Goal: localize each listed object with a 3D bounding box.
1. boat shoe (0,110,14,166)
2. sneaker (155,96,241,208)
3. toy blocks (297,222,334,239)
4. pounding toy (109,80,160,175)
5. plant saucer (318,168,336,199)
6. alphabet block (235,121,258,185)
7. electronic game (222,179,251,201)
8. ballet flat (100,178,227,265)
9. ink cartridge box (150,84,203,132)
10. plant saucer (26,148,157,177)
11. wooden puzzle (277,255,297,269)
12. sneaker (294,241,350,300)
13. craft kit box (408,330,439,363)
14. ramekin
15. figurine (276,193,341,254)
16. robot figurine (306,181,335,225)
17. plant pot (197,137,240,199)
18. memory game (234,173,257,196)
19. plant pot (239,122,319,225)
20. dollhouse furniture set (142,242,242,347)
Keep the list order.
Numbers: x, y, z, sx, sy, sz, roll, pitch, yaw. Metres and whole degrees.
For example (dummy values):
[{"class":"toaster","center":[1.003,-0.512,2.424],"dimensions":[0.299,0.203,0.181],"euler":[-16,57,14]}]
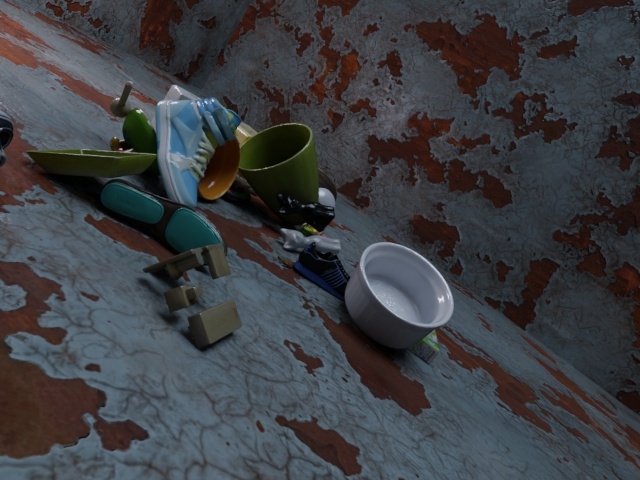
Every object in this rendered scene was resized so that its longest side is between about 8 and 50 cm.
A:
[{"class":"boat shoe","center":[-0.526,-0.125,0.713],"dimensions":[0.102,0.108,0.301],"euler":[31,16,-15]},{"class":"sneaker","center":[-0.294,-0.230,1.209],"dimensions":[0.127,0.208,0.319],"euler":[81,-2,-74]},{"class":"toy blocks","center":[0.000,0.000,1.705],"dimensions":[0.148,0.054,0.123],"euler":[38,12,12]},{"class":"pounding toy","center":[-0.505,-0.267,1.258],"dimensions":[0.183,0.110,0.237],"euler":[-4,-69,62]},{"class":"plant saucer","center":[-0.061,-0.231,2.097],"dimensions":[0.277,0.041,0.278],"euler":[21,-32,14]},{"class":"alphabet block","center":[-0.320,-0.344,1.853],"dimensions":[0.197,0.194,0.192],"euler":[42,16,30]},{"class":"electronic game","center":[-0.333,-0.198,1.607],"dimensions":[0.229,0.048,0.229],"euler":[33,12,-8]},{"class":"ballet flat","center":[-0.313,-0.044,0.997],"dimensions":[0.280,0.095,0.096],"euler":[33,1,-7]},{"class":"ink cartridge box","center":[-0.453,-0.369,1.559],"dimensions":[0.154,0.213,0.093],"euler":[20,19,-49]},{"class":"plant saucer","center":[-0.466,-0.161,1.004],"dimensions":[0.188,0.045,0.188],"euler":[4,12,4]},{"class":"wooden puzzle","center":[-0.091,0.062,1.351],"dimensions":[0.049,0.006,0.083],"euler":[43,15,33]},{"class":"sneaker","center":[0.041,0.094,1.364],"dimensions":[0.232,0.090,0.081],"euler":[33,13,-20]},{"class":"craft kit box","center":[0.234,0.233,1.440],"dimensions":[0.249,0.061,0.246],"euler":[35,10,4]},{"class":"ramekin","center":[0.198,0.149,1.276],"dimensions":[0.277,0.135,0.277],"euler":[19,40,-17]},{"class":"figurine","center":[-0.048,-0.040,1.544],"dimensions":[0.209,0.092,0.215],"euler":[17,51,-37]},{"class":"robot figurine","center":[-0.062,-0.171,1.925],"dimensions":[0.209,0.174,0.278],"euler":[7,28,-43]},{"class":"plant pot","center":[-0.369,-0.244,1.404],"dimensions":[0.187,0.205,0.205],"euler":[21,8,19]},{"class":"memory game","center":[-0.290,-0.213,1.672],"dimensions":[0.186,0.012,0.186],"euler":[40,7,-6]},{"class":"plant pot","center":[-0.113,-0.206,1.664],"dimensions":[0.275,0.274,0.294],"euler":[50,-14,50]},{"class":"dollhouse furniture set","center":[-0.227,0.101,0.815],"dimensions":[0.144,0.123,0.151],"euler":[-14,85,-73]}]
